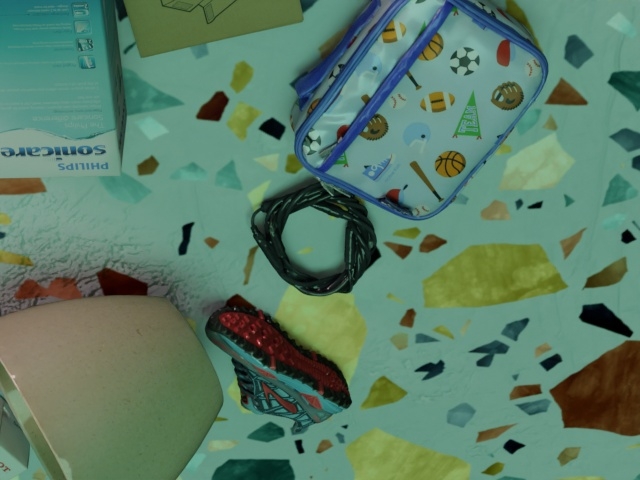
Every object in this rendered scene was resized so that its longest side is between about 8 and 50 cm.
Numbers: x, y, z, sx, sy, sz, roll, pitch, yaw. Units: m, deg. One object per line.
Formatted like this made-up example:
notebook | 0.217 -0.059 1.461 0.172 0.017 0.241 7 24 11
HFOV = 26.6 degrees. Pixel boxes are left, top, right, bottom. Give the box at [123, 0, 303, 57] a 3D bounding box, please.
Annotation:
box | -0.131 -0.303 1.566 0.201 0.021 0.164 -13 132 0

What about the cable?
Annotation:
cable | 0.000 0.000 1.813 0.150 0.047 0.184 -29 123 6

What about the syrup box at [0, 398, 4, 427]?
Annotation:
syrup box | -0.526 0.290 1.786 0.096 0.093 0.237 37 112 -26

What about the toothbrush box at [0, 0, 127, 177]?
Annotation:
toothbrush box | -0.335 -0.216 1.499 0.216 0.126 0.295 -2 131 -1

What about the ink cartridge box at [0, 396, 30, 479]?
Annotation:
ink cartridge box | -0.540 0.297 1.904 0.219 0.092 0.160 -31 125 13

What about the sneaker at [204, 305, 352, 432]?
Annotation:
sneaker | -0.078 0.195 1.902 0.125 0.104 0.262 -39 123 21

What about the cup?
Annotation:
cup | -0.270 0.200 1.774 0.237 0.331 0.331 -30 129 -18

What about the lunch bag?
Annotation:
lunch bag | 0.108 -0.173 1.657 0.243 0.115 0.303 27 117 -24
